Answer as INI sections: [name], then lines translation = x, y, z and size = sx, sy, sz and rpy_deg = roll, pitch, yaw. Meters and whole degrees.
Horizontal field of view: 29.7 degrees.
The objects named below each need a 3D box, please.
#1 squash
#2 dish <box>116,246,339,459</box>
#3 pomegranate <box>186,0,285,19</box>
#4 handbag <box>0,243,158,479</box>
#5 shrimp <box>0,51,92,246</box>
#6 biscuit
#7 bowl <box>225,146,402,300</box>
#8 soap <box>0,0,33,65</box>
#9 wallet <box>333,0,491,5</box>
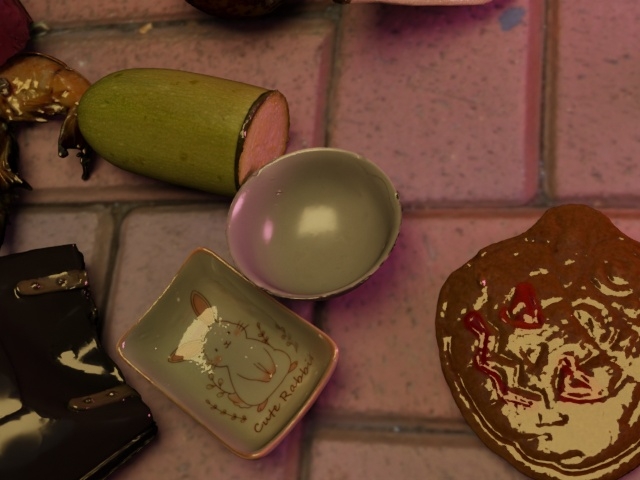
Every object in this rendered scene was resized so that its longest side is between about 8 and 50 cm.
[squash]
translation = -0.170, -0.132, 1.372
size = 0.247, 0.132, 0.132
rpy_deg = 14, 71, 19
[dish]
translation = -0.090, 0.125, 1.269
size = 0.212, 0.077, 0.151
rpy_deg = 35, 81, 25
[pomegranate]
translation = -0.102, -0.370, 1.398
size = 0.214, 0.248, 0.214
rpy_deg = 0, 86, 6
[handbag]
translation = -0.347, 0.160, 1.293
size = 0.288, 0.152, 0.342
rpy_deg = -26, 63, -11
[shrimp]
translation = -0.349, -0.115, 1.455
size = 0.178, 0.075, 0.289
rpy_deg = -15, 51, 5
[biscuit]
translation = 0.249, 0.105, 1.208
size = 0.257, 0.049, 0.273
rpy_deg = -33, 64, -1
[bowl]
translation = 0.000, 0.000, 1.291
size = 0.189, 0.086, 0.189
rpy_deg = -6, 58, 9
[soap]
translation = -0.470, -0.338, 1.517
size = 0.112, 0.182, 0.289
rpy_deg = -34, 65, -4
[wallet]
translation = 0.105, -0.397, 1.399
size = 0.274, 0.068, 0.335
rpy_deg = 2, 62, -21
